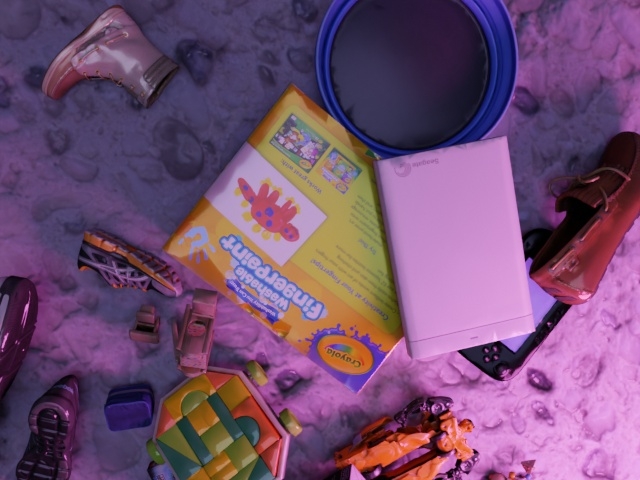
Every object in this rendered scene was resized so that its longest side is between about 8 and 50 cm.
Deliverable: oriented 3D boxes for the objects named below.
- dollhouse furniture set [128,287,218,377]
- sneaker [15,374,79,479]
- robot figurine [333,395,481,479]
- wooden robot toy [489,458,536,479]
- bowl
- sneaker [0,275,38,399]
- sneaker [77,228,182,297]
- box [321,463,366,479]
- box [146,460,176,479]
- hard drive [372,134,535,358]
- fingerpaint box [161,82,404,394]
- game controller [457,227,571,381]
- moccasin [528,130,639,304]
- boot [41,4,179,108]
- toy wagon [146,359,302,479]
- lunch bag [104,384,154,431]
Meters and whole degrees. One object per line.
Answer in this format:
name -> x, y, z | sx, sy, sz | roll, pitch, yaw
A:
dollhouse furniture set -> -0.281, 0.166, 1.041 | 0.160, 0.182, 0.101 | 10, 56, -6
sneaker -> -0.516, 0.381, 1.102 | 0.101, 0.106, 0.267 | 19, 115, -13
robot figurine -> 0.185, 0.442, 1.181 | 0.291, 0.085, 0.211 | -27, 99, -1
wooden robot toy -> 0.406, 0.542, 1.237 | 0.079, 0.076, 0.173 | 23, 95, 27
bowl -> 0.182, -0.341, 1.094 | 0.390, 0.077, 0.391 | -1, 97, -5
sneaker -> -0.688, 0.236, 0.980 | 0.257, 0.169, 0.448 | 24, 96, -10
sneaker -> -0.366, 0.059, 1.087 | 0.214, 0.084, 0.083 | 29, 95, 1
box -> -0.005, 0.598, 1.138 | 0.290, 0.087, 0.169 | -34, 99, 17
box -> -0.262, 0.533, 1.170 | 0.114, 0.036, 0.207 | -24, 98, -2
hard drive -> 0.238, 0.012, 0.993 | 0.232, 0.047, 0.353 | -12, 97, -5
fingerpaint box -> 0.000, 0.000, 1.071 | 0.444, 0.163, 0.371 | 37, 91, -8
game controller -> 0.416, 0.133, 1.178 | 0.166, 0.067, 0.319 | 37, 91, -9
moccasin -> 0.527, -0.062, 1.117 | 0.147, 0.139, 0.380 | 34, 83, -5
boot -> -0.386, -0.301, 1.042 | 0.165, 0.077, 0.213 | 44, 88, -11
toy wagon -> -0.166, 0.412, 1.093 | 0.267, 0.068, 0.344 | -38, 74, -4
lunch bag -> -0.381, 0.330, 1.121 | 0.098, 0.065, 0.067 | -5, 113, -6
